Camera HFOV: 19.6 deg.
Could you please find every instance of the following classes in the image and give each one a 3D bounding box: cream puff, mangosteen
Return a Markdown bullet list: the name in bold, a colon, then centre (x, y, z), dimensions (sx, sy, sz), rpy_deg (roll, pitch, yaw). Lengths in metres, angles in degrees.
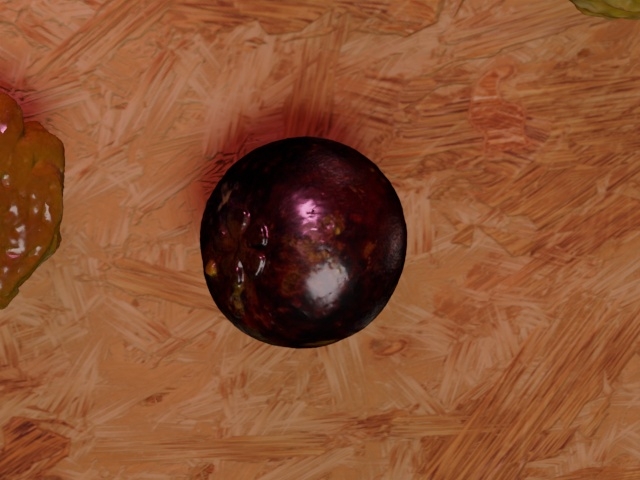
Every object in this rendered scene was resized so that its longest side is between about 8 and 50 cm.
- **cream puff**: centre (-0.367, -0.040, 1.833), dimensions (0.244, 0.196, 0.244), rpy_deg (0, 91, -11)
- **mangosteen**: centre (0.000, 0.000, 2.015), dimensions (0.231, 0.231, 0.289), rpy_deg (-42, 163, 25)

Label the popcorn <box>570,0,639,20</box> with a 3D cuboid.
- **popcorn**: centre (0.320, -0.347, 1.681), dimensions (0.335, 0.279, 0.274), rpy_deg (-29, 155, 22)
